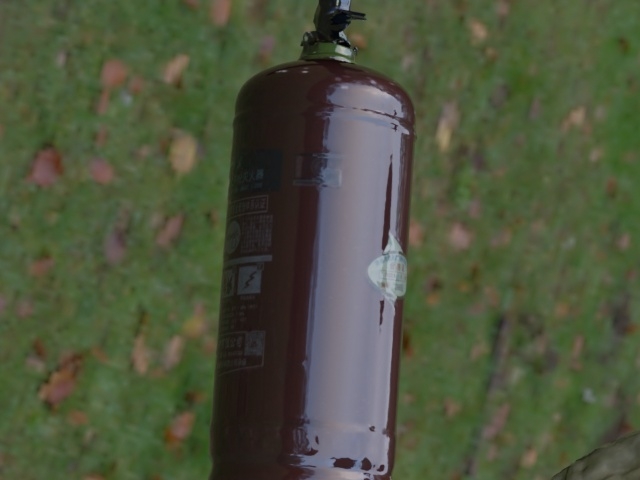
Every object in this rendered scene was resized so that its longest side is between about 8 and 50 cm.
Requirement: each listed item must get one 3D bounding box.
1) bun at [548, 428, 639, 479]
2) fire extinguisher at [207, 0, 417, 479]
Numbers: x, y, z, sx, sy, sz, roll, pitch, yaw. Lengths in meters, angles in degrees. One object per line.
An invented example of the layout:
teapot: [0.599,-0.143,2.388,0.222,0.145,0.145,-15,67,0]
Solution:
bun: [0.108,0.138,0.534,0.113,0.173,0.167,55,41,-30]
fire extinguisher: [0.000,0.000,1.104,0.135,0.114,0.337,148,-53,-73]
